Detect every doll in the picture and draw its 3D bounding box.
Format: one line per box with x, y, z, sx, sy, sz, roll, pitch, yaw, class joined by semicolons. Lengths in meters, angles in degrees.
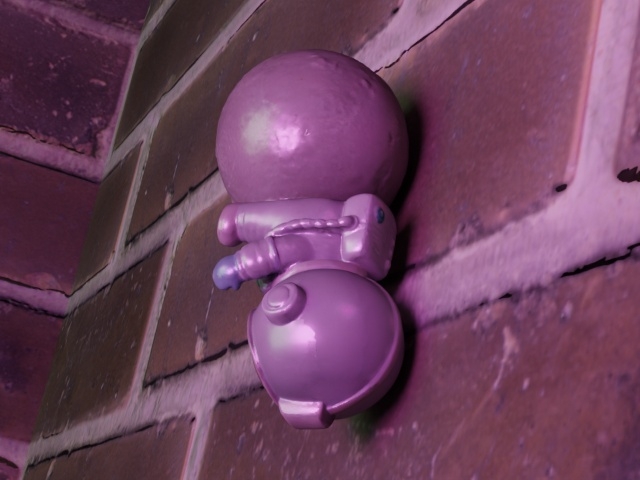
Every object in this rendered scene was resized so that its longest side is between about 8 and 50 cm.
0.000;0.000;0.969;0.151;0.151;0.287;128;147;-47;doll
